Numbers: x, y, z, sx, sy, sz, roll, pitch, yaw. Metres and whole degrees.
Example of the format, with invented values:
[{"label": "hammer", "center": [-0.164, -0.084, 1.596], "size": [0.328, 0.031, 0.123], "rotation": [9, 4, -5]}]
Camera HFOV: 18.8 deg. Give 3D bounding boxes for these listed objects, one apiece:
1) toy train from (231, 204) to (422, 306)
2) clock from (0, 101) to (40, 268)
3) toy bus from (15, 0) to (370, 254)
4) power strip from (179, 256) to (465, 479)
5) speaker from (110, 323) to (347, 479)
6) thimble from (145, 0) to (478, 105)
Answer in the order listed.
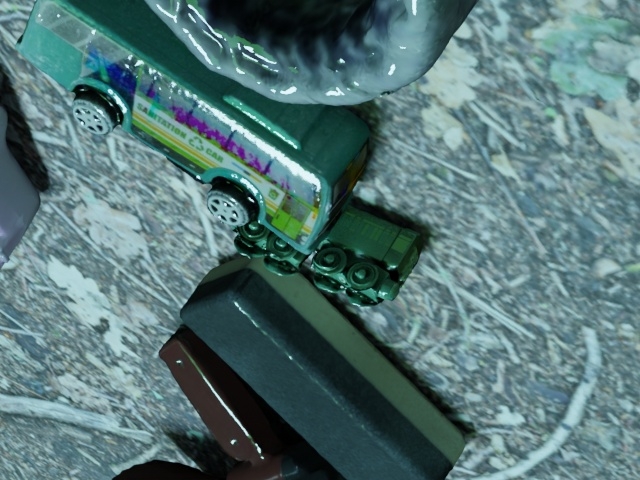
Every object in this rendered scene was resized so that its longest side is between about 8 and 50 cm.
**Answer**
[{"label": "toy train", "center": [0.000, 0.000, 1.431], "size": [0.148, 0.071, 0.038], "rotation": [23, 150, 20]}, {"label": "clock", "center": [-0.413, -0.108, 1.622], "size": [0.322, 0.113, 0.295], "rotation": [19, 156, 26]}, {"label": "toy bus", "center": [-0.088, -0.100, 1.366], "size": [0.261, 0.091, 0.109], "rotation": [33, 143, 1]}, {"label": "power strip", "center": [0.006, 0.116, 1.594], "size": [0.257, 0.070, 0.105], "rotation": [46, 151, -15]}, {"label": "speaker", "center": [-0.069, 0.221, 1.797], "size": [0.329, 0.198, 0.259], "rotation": [-35, 68, 44]}, {"label": "thimble", "center": [0.003, -0.202, 1.060], "size": [0.217, 0.157, 0.245], "rotation": [30, 151, 5]}]
